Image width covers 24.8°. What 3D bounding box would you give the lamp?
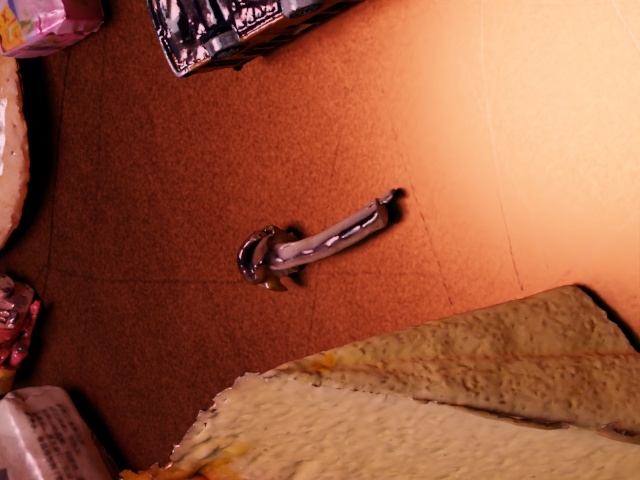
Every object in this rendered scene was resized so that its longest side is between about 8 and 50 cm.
[{"bbox_3d":[-0.415,0.151,1.718,0.118,0.118,0.253,43,127,24],"label":"lamp"}]

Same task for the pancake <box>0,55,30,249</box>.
[{"bbox_3d":[-0.439,-0.145,1.696,0.356,0.065,0.356,8,102,42],"label":"pancake"}]

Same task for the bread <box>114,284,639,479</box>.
[{"bbox_3d":[0.050,0.221,1.213,0.242,0.404,0.346,58,142,27],"label":"bread"}]

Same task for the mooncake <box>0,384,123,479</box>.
[{"bbox_3d":[-0.321,0.322,1.657,0.250,0.136,0.254,-50,64,33],"label":"mooncake"}]

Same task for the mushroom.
[{"bbox_3d":[0.000,0.000,1.382,0.187,0.061,0.060,-20,57,32],"label":"mushroom"}]

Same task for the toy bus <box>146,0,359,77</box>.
[{"bbox_3d":[-0.051,-0.230,1.325,0.201,0.114,0.098,-24,85,35],"label":"toy bus"}]

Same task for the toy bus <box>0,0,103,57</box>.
[{"bbox_3d":[-0.316,-0.337,1.536,0.112,0.090,0.274,-17,89,34],"label":"toy bus"}]
